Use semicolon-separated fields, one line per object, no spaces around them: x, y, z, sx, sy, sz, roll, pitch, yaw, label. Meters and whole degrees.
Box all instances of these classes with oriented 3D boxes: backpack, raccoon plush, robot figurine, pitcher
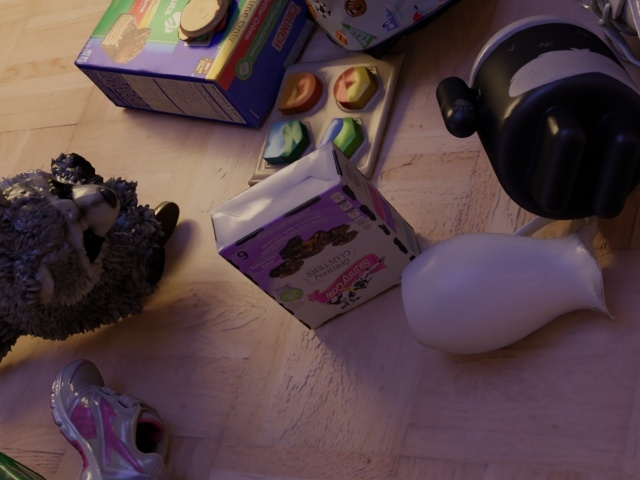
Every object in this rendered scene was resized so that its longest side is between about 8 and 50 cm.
0.079;-0.368;1.649;0.276;0.213;0.263;-37;34;10;backpack
-0.384;0.079;1.622;0.216;0.299;0.446;41;112;11;raccoon plush
0.251;-0.128;1.368;0.173;0.209;0.278;-40;27;17;robot figurine
0.198;0.033;1.369;0.207;0.125;0.178;-13;31;17;pitcher

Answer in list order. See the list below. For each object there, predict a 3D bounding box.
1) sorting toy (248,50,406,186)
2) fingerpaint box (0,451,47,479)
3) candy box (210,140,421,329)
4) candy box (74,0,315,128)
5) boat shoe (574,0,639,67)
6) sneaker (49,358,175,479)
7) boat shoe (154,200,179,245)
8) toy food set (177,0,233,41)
0.004;-0.163;1.700;0.193;0.038;0.208;-1;59;37;sorting toy
-0.353;0.474;1.419;0.444;0.163;0.371;24;76;45;fingerpaint box
0.000;0.000;1.471;0.164;0.196;0.070;-29;47;17;candy box
-0.168;-0.318;1.882;0.317;0.122;0.268;12;68;40;candy box
0.357;-0.278;1.448;0.156;0.136;0.367;-13;50;29;boat shoe
-0.243;0.232;1.567;0.111;0.103;0.252;-37;51;4;sneaker
-0.246;-0.002;1.764;0.045;0.050;0.135;31;81;40;boat shoe
-0.158;-0.308;1.766;0.082;0.020;0.083;6;65;38;toy food set
